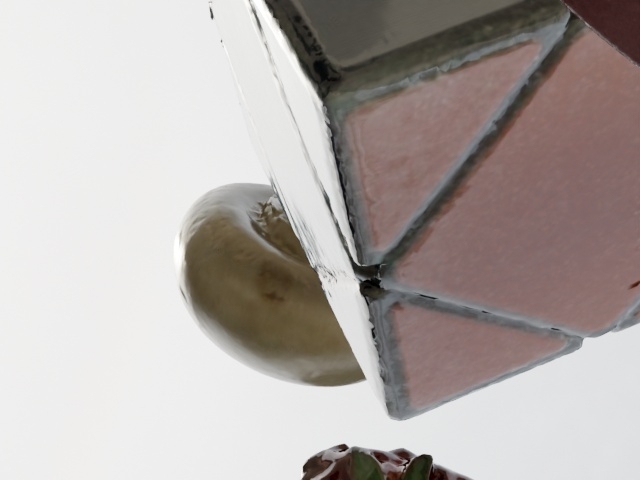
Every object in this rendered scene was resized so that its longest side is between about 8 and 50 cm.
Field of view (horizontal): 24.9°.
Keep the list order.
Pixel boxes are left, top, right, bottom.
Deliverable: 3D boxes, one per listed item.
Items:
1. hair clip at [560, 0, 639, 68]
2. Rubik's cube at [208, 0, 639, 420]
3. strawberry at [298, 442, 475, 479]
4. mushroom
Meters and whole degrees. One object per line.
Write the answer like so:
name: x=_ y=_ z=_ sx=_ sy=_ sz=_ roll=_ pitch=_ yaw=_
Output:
hair clip: x=0.116 y=-0.059 z=0.394 sx=0.137 sy=0.054 sz=0.022 roll=35 pitch=-130 yaw=10
Rubik's cube: x=0.073 y=-0.085 z=0.632 sx=0.207 sy=0.205 sz=0.205 roll=-22 pitch=-132 yaw=-5
strawberry: x=0.090 y=0.360 z=1.292 sx=0.291 sy=0.310 sz=0.292 roll=-23 pitch=-139 yaw=21
mushroom: x=-0.011 y=0.013 z=1.105 sx=0.206 sy=0.209 sz=0.206 roll=5 pitch=-132 yaw=-6
